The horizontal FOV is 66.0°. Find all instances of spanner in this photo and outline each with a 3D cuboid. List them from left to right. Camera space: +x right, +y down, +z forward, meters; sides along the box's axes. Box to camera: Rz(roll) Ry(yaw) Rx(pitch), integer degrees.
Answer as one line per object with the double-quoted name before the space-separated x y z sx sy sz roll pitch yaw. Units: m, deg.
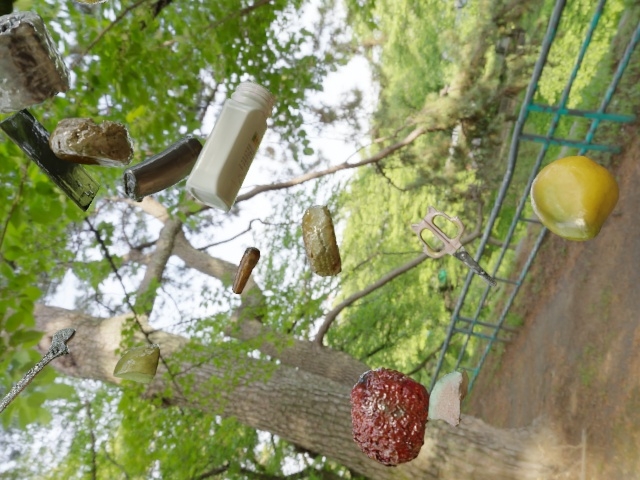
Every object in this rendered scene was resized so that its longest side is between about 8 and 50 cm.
"spanner" -0.895 0.407 1.546 0.325 0.093 0.026 -50 -28 -21

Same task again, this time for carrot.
"carrot" -0.236 0.093 1.544 0.161 0.055 0.055 -64 -7 16

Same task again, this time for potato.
"potato" -0.599 0.382 1.618 0.081 0.120 0.149 -52 31 32

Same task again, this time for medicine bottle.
"medicine bottle" -0.225 -0.248 1.278 0.179 0.124 0.324 83 -150 -75

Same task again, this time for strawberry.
"strawberry" 0.183 0.501 1.443 0.274 0.220 0.274 -45 21 22

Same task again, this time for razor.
"razor" -0.638 -0.290 2.017 0.349 0.113 0.204 -40 -9 -32

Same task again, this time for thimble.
"thimble" -0.650 -0.369 1.029 0.217 0.246 0.157 -48 -43 -34

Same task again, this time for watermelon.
"watermelon" 0.299 0.332 1.084 0.080 0.101 0.155 33 138 55

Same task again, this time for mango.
"mango" 0.563 -0.097 1.097 0.316 0.177 0.119 -60 -37 -48

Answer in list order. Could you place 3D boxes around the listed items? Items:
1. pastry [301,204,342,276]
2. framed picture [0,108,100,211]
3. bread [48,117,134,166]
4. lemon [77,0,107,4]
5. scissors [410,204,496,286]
"pastry" 0.000 0.000 1.353 0.182 0.093 0.192 -97 -7 -45
"framed picture" -0.812 -0.250 1.506 0.323 0.013 0.244 54 -176 -28
"bread" -0.656 -0.286 1.432 0.230 0.230 0.122 23 -108 -78
"lemon" -0.686 -0.784 1.448 0.206 0.174 0.173 -42 -38 -83
"scissors" 0.428 0.029 1.544 0.160 0.317 0.024 -51 -13 23
